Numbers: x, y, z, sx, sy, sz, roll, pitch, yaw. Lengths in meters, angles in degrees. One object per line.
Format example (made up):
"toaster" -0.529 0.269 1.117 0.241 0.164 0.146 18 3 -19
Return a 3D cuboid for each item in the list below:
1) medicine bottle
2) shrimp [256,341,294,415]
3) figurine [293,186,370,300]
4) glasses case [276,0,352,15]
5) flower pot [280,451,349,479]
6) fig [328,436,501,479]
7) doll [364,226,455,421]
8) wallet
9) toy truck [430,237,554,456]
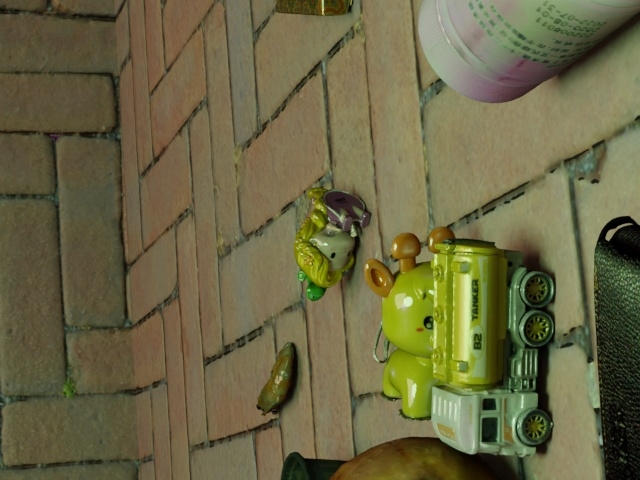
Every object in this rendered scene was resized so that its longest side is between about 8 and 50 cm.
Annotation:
"medicine bottle" 0.203 -0.236 1.202 0.254 0.152 0.152 144 123 -66
"shrimp" -0.073 0.237 2.163 0.190 0.042 0.101 116 168 -52
"figurine" 0.000 0.000 1.859 0.115 0.095 0.156 49 133 44
"glasses case" -0.012 -0.374 1.950 0.218 0.049 0.075 -152 57 -68
"flower pot" 0.014 0.368 1.821 0.157 0.107 0.157 178 90 -73
"fig" 0.105 0.323 1.425 0.263 0.224 0.224 -31 61 54
"doll" 0.121 0.090 1.493 0.135 0.143 0.221 -132 34 -64
"wallet" 0.296 0.126 1.088 0.221 0.071 0.262 -151 55 -67
"toy truck" 0.169 0.110 1.364 0.098 0.114 0.226 -171 81 -70
